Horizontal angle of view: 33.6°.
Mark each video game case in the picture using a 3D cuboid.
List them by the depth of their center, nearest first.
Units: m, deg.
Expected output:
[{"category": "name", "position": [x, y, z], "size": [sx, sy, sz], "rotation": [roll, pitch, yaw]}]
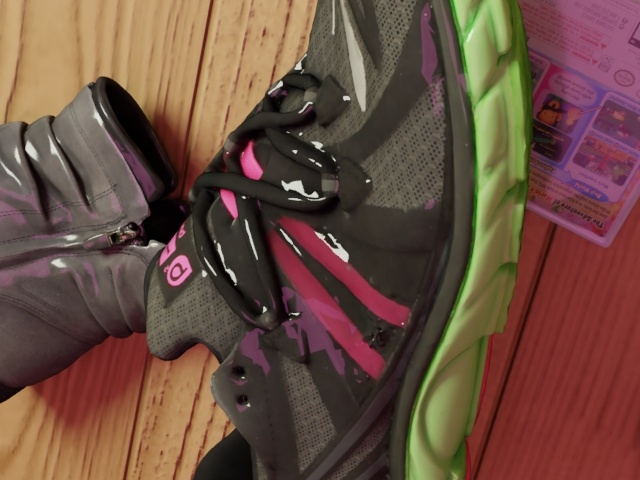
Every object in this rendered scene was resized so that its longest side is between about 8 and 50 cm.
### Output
[{"category": "video game case", "position": [0.139, -0.091, 0.645], "size": [0.157, 0.019, 0.143], "rotation": [28, 112, 6]}]

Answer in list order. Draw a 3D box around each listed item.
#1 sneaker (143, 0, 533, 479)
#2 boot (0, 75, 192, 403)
[{"category": "sneaker", "position": [0.000, 0.000, 0.595], "size": [0.202, 0.185, 0.482], "rotation": [5, 113, -1]}, {"category": "boot", "position": [-0.225, -0.060, 0.720], "size": [0.223, 0.118, 0.338], "rotation": [-26, 109, 18]}]
